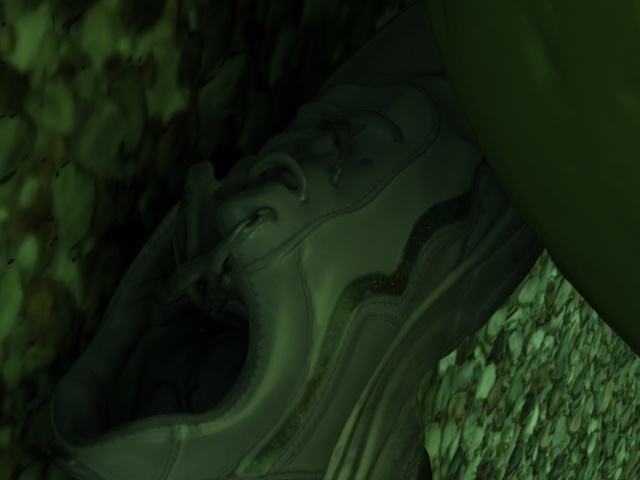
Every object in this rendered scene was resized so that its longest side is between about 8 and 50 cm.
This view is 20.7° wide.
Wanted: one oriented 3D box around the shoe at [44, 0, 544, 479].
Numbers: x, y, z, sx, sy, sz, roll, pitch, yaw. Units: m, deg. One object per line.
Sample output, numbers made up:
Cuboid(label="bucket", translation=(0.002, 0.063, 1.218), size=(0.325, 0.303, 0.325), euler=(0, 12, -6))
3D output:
Cuboid(label="shoe", translation=(0.000, 0.000, 0.566), size=(0.245, 0.095, 0.137), euler=(-64, 148, -12))

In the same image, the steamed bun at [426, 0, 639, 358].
Cuboid(label="steamed bun", translation=(0.199, -0.174, 0.518), size=(0.371, 0.290, 0.456), euler=(-47, 119, -39))

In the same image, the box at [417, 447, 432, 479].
Cuboid(label="box", translation=(-0.030, 0.175, 0.637), size=(0.224, 0.069, 0.120), euler=(-54, 148, -34))
